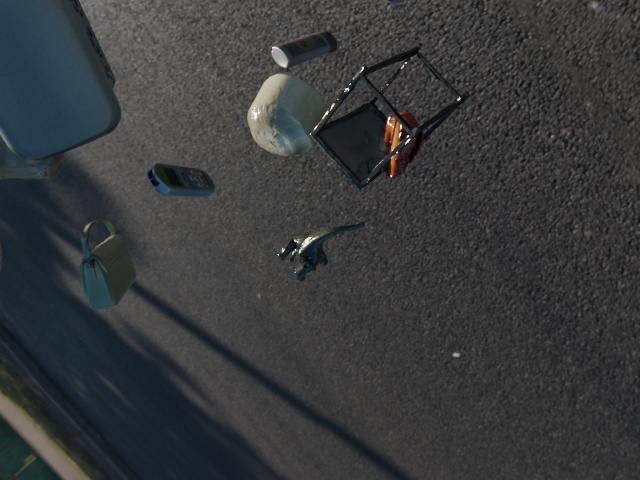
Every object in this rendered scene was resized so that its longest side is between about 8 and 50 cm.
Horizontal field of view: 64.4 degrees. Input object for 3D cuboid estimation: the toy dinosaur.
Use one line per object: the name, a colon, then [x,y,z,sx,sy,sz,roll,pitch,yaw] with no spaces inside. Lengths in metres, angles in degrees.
toy dinosaur: [0.000,0.000,1.075,0.087,0.179,0.187,47,-179,4]

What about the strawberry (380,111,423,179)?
strawberry: [0.220,-0.258,1.378,0.121,0.082,0.188,-112,24,-49]

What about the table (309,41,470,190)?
table: [0.199,-0.356,1.443,0.222,0.335,0.272,48,136,3]

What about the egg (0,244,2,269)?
egg: [-0.960,0.044,1.255,0.374,0.301,0.301,30,141,36]

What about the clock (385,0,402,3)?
clock: [0.154,-0.572,1.103,0.080,0.117,0.176,43,180,7]

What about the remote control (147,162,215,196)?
remote control: [-0.372,-0.158,1.369,0.047,0.244,0.087,-32,80,21]

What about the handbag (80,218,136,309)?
handbag: [-0.585,0.049,1.376,0.256,0.079,0.219,-113,13,-75]

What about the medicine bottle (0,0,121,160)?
medicine bottle: [-0.597,-0.369,1.053,0.123,0.282,0.375,34,148,56]

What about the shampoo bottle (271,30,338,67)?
shampoo bottle: [-0.049,-0.628,1.665,0.086,0.227,0.056,47,146,17]

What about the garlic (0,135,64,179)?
garlic: [-0.754,-0.237,1.257,0.228,0.227,0.152,-34,55,52]

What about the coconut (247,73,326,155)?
coconut: [-0.099,-0.413,1.642,0.237,0.266,0.237,16,152,9]
